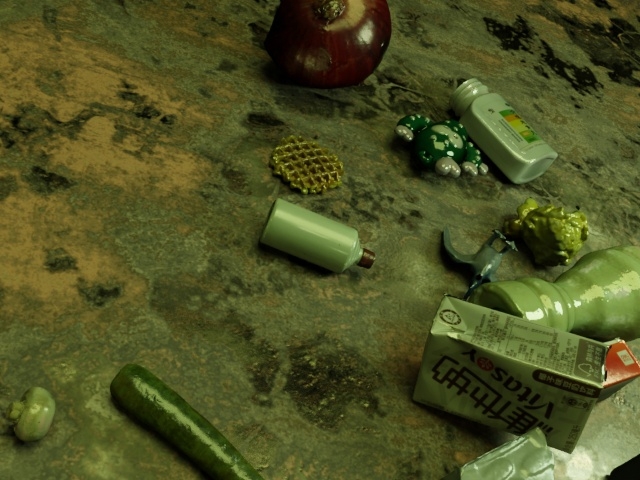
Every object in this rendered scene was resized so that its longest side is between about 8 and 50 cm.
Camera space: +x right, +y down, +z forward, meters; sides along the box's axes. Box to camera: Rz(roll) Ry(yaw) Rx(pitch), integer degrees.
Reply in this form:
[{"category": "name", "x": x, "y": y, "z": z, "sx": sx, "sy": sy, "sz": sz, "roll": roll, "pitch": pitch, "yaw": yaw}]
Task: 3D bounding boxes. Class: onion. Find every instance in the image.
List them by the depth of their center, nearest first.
[{"category": "onion", "x": 0.026, "y": -0.546, "z": 2.045, "sx": 0.342, "sy": 0.341, "sz": 0.341, "roll": 15, "pitch": 45, "yaw": -15}]

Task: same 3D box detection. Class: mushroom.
[{"category": "mushroom", "x": -0.442, "y": 0.265, "z": 1.198, "sx": 0.068, "sy": 0.083, "sz": 0.083, "roll": 23, "pitch": 41, "yaw": -28}]

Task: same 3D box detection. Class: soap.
[{"category": "soap", "x": 0.351, "y": 0.499, "z": 1.356, "sx": 0.258, "sy": 0.159, "sz": 0.302, "roll": -12, "pitch": 58, "yaw": -38}]

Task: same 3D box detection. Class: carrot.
[{"category": "carrot", "x": -0.196, "y": 0.330, "z": 1.280, "sx": 0.359, "sy": 0.074, "sz": 0.074, "roll": 38, "pitch": 44, "yaw": 7}]

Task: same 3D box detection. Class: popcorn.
[{"category": "popcorn", "x": 0.558, "y": -0.028, "z": 1.950, "sx": 0.173, "sy": 0.168, "sz": 0.195, "roll": -45, "pitch": 63, "yaw": -9}]

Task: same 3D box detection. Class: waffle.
[{"category": "waffle", "x": -0.031, "y": -0.181, "z": 1.867, "sx": 0.191, "sy": 0.038, "sz": 0.191, "roll": 14, "pitch": 45, "yaw": -15}]

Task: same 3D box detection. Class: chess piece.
[{"category": "chess piece", "x": 0.546, "y": 0.147, "z": 1.751, "sx": 0.443, "sy": 0.234, "sz": 0.234, "roll": -9, "pitch": 55, "yaw": -27}]

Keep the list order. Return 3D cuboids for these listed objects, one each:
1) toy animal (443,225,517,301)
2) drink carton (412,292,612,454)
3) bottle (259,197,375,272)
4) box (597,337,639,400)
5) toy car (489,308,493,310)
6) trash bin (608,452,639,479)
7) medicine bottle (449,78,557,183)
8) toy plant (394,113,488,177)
[{"category": "toy animal", "x": 0.375, "y": 0.054, "z": 1.840, "sx": 0.239, "sy": 0.176, "sz": 0.255, "roll": 40, "pitch": 10, "yaw": 6}, {"category": "drink carton", "x": 0.357, "y": 0.254, "z": 1.486, "sx": 0.325, "sy": 0.194, "sz": 0.132, "roll": 17, "pitch": 37, "yaw": 14}, {"category": "bottle", "x": 0.000, "y": 0.000, "z": 1.666, "sx": 0.245, "sy": 0.104, "sz": 0.104, "roll": 22, "pitch": 44, "yaw": -8}, {"category": "box", "x": 0.575, "y": 0.290, "z": 1.678, "sx": 0.182, "sy": 0.133, "sz": 0.099, "roll": -9, "pitch": 57, "yaw": -33}, {"category": "toy car", "x": 0.333, "y": 0.206, "z": 1.607, "sx": 0.071, "sy": 0.165, "sz": 0.062, "roll": 32, "pitch": 37, "yaw": 10}, {"category": "trash bin", "x": 0.701, "y": 0.515, "z": 1.518, "sx": 0.226, "sy": 0.165, "sz": 0.115, "roll": 33, "pitch": 42, "yaw": 0}, {"category": "medicine bottle", "x": 0.504, "y": -0.312, "z": 2.215, "sx": 0.179, "sy": 0.124, "sz": 0.324, "roll": -17, "pitch": 59, "yaw": -39}, {"category": "toy plant", "x": 0.316, "y": -0.247, "z": 2.060, "sx": 0.243, "sy": 0.112, "sz": 0.232, "roll": -8, "pitch": 49, "yaw": -40}]
